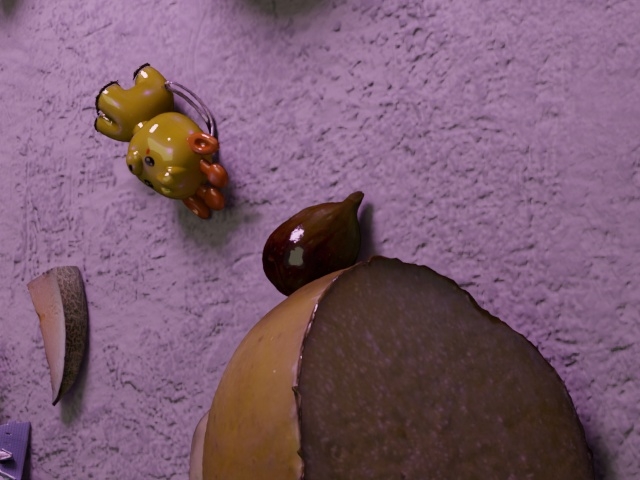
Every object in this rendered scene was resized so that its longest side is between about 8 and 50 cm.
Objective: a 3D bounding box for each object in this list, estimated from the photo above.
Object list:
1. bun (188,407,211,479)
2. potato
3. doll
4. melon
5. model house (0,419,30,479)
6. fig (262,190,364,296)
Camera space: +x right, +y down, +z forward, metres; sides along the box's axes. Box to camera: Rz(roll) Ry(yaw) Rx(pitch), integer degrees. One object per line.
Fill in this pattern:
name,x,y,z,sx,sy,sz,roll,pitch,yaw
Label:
bun,-0.076,0.277,1.827,0.127,0.193,0.178,-4,103,13
potato,0.053,0.265,1.623,0.319,0.385,0.442,-29,69,48
doll,-0.195,-0.123,1.990,0.221,0.135,0.143,41,140,26
melon,-0.359,0.129,2.112,0.098,0.054,0.182,-28,68,37
model house,-0.455,0.324,2.137,0.088,0.117,0.167,3,61,2
fig,0.000,0.000,1.842,0.109,0.103,0.155,22,70,35
